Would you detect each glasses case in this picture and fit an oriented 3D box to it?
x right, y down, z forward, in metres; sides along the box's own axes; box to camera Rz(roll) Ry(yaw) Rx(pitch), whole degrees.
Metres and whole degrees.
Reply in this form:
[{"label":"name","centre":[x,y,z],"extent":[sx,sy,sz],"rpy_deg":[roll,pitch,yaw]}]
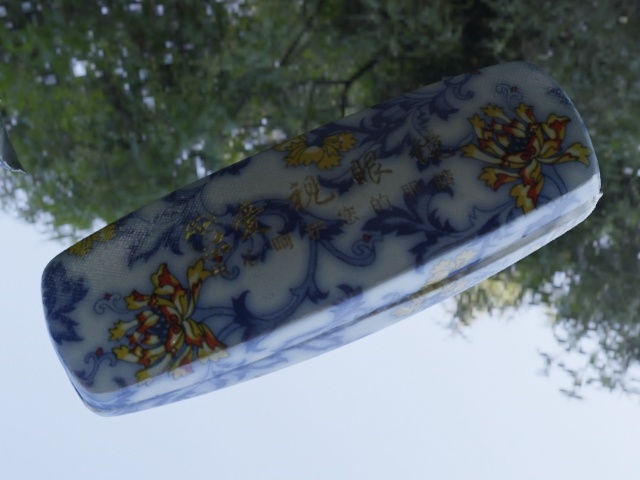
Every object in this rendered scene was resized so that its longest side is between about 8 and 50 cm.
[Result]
[{"label":"glasses case","centre":[0.000,0.000,0.563],"extent":[0.248,0.065,0.087],"rpy_deg":[-24,-113,-3]}]

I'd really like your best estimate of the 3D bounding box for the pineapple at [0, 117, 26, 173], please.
[{"label":"pineapple","centre":[-0.300,-0.037,0.741],"extent":[0.248,0.128,0.128],"rpy_deg":[-20,-135,-9]}]
